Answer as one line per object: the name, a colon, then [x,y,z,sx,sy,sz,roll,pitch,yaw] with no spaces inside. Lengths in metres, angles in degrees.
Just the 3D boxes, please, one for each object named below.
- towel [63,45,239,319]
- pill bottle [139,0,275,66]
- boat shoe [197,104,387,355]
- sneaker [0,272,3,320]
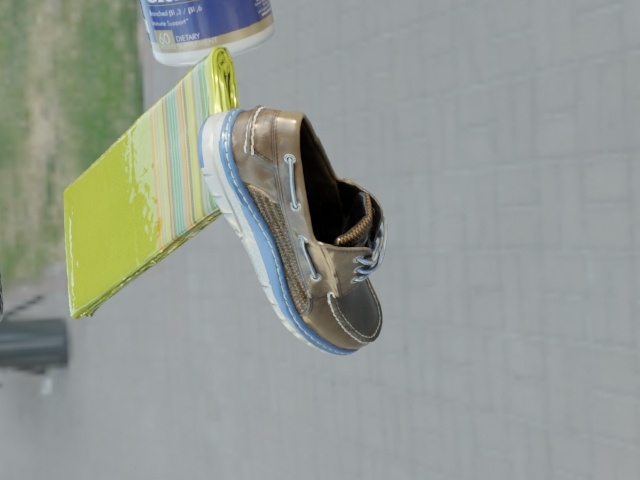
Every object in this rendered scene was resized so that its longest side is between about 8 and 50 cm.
towel: [-0.111,-0.030,0.978,0.237,0.021,0.102,-33,56,52]
pill bottle: [-0.095,-0.219,1.094,0.094,0.094,0.169,-142,36,-65]
boat shoe: [0.000,0.000,0.846,0.183,0.066,0.066,55,-143,-41]
sneaker: [-0.288,-0.028,1.102,0.084,0.097,0.235,90,170,-52]
